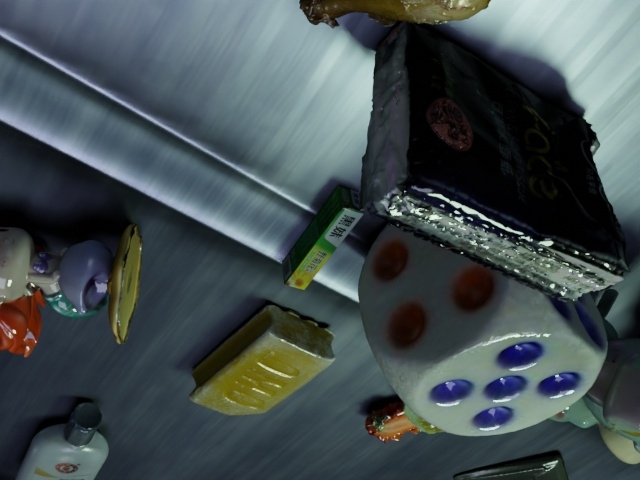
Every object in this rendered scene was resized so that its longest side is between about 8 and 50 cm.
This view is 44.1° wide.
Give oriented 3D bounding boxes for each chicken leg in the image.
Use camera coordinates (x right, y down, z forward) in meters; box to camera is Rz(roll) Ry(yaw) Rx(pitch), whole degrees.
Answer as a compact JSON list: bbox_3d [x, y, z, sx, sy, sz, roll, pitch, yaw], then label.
[{"bbox_3d":[0.076,-0.264,0.821,0.208,0.101,0.085,-2,138,26],"label":"chicken leg"}]

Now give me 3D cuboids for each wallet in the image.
[{"bbox_3d":[0.433,0.550,1.776,0.245,0.052,0.168,-15,133,13],"label":"wallet"}]

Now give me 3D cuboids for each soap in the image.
[{"bbox_3d":[-0.099,0.209,1.314,0.140,0.073,0.232,29,128,-27],"label":"soap"}]

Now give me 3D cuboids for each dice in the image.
[{"bbox_3d":[0.221,0.098,1.098,0.251,0.259,0.243,-33,133,26],"label":"dice"}]

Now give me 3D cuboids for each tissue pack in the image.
[{"bbox_3d":[0.204,-0.090,0.905,0.332,0.245,0.123,22,146,-28],"label":"tissue pack"}]

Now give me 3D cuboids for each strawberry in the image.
[{"bbox_3d":[0.150,0.341,1.512,0.152,0.048,0.104,4,132,-36],"label":"strawberry"}]

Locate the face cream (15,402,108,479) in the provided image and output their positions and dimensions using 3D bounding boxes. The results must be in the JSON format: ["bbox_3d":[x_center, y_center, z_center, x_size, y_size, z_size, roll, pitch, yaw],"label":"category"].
[{"bbox_3d":[-0.470,0.398,1.474,0.144,0.071,0.291,17,132,-24],"label":"face cream"}]

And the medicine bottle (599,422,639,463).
[{"bbox_3d":[0.660,0.324,1.506,0.114,0.114,0.252,20,131,-26],"label":"medicine bottle"}]

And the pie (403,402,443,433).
[{"bbox_3d":[0.256,0.274,1.422,0.241,0.054,0.240,-12,142,-10],"label":"pie"}]

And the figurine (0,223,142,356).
[{"bbox_3d":[-0.379,0.059,1.049,0.257,0.180,0.208,6,165,-4],"label":"figurine"}]

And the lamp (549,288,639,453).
[{"bbox_3d":[0.429,0.179,1.213,0.247,0.301,0.247,36,81,-37],"label":"lamp"}]

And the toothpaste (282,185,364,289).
[{"bbox_3d":[0.000,0.000,1.121,0.037,0.043,0.178,17,133,-24],"label":"toothpaste"}]
